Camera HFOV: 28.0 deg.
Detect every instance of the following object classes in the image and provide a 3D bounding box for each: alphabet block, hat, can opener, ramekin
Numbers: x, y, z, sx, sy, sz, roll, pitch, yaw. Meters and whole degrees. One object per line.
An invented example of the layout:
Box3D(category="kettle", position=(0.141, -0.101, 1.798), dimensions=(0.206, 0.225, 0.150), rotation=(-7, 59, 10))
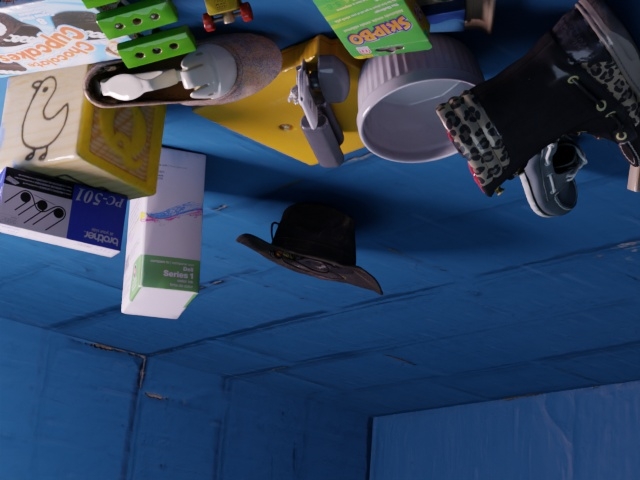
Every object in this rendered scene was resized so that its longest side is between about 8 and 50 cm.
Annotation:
Box3D(category="alphabet block", position=(-0.394, -0.174, 2.123), dimensions=(0.197, 0.193, 0.193), rotation=(-10, 158, 33))
Box3D(category="hat", position=(0.000, 0.000, 2.613), dimensions=(0.331, 0.134, 0.331), rotation=(20, 171, 3))
Box3D(category="can opener", position=(0.008, -0.194, 2.009), dimensions=(0.093, 0.074, 0.280), rotation=(0, 159, 7))
Box3D(category="ramekin", position=(0.151, -0.219, 1.926), dimensions=(0.207, 0.109, 0.207), rotation=(-6, 148, -4))

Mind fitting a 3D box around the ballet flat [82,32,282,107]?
Box3D(category="ballet flat", position=(-0.215, -0.245, 1.942), dimensions=(0.315, 0.108, 0.106), rotation=(-8, -166, 15))

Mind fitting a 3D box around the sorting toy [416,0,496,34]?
Box3D(category="sorting toy", position=(0.123, -0.350, 1.720), dimensions=(0.229, 0.041, 0.307), rotation=(2, 161, 6))

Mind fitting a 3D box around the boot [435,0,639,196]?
Box3D(category="boot", position=(0.342, -0.169, 1.862), dimensions=(0.284, 0.138, 0.377), rotation=(-33, 148, 6))

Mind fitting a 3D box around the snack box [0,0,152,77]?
Box3D(category="snack box", position=(-0.434, -0.320, 1.907), dimensions=(0.321, 0.060, 0.187), rotation=(-5, 159, 25))

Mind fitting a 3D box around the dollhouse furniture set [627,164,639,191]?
Box3D(category="dollhouse furniture set", position=(0.609, -0.114, 2.040), dimensions=(0.160, 0.212, 0.242), rotation=(5, -172, -5))

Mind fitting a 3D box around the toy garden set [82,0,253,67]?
Box3D(category="toy garden set", position=(-0.221, -0.352, 1.761), dimensions=(0.203, 0.049, 0.244), rotation=(-13, 147, 11))

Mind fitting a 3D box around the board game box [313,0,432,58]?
Box3D(category="board game box", position=(0.052, -0.329, 1.709), dimensions=(0.124, 0.039, 0.259), rotation=(-4, 150, 26))

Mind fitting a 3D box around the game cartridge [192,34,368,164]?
Box3D(category="game cartridge", position=(-0.002, -0.226, 2.104), dimensions=(0.285, 0.053, 0.323), rotation=(22, 152, -40))

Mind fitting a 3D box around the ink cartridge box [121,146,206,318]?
Box3D(category="ink cartridge box", position=(-0.297, -0.013, 2.429), dimensions=(0.117, 0.278, 0.201), rotation=(7, 161, -16))

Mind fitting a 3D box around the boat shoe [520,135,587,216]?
Box3D(category="boat shoe", position=(0.401, -0.126, 2.191), dimensions=(0.099, 0.116, 0.319), rotation=(-1, 155, 27))

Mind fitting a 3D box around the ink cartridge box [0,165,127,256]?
Box3D(category="ink cartridge box", position=(-0.419, -0.045, 2.068), dimensions=(0.207, 0.097, 0.046), rotation=(14, 159, -26))
